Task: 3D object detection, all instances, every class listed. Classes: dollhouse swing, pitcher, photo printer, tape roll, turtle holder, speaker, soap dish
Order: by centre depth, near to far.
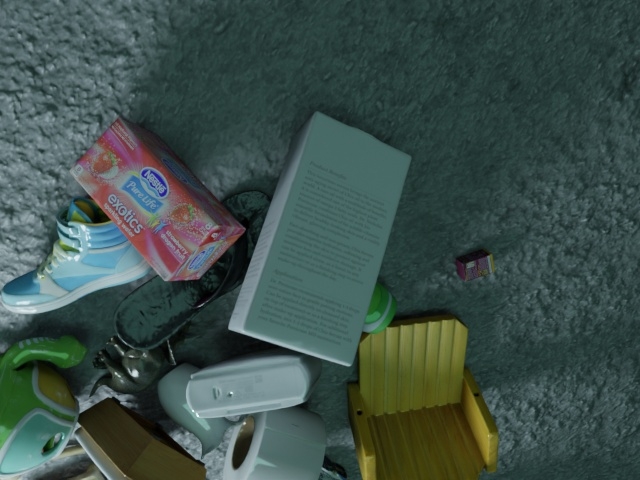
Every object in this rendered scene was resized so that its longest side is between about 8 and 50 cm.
[{"bbox_3d":[-0.670,0.364,1.121,0.227,0.243,0.320,29,62,-33],"label":"turtle holder"},{"bbox_3d":[-0.130,0.311,1.142,0.256,0.307,0.107,-10,82,6],"label":"photo printer"},{"bbox_3d":[-0.412,0.488,1.153,0.118,0.291,0.229,-55,131,-22],"label":"soap dish"},{"bbox_3d":[0.037,0.109,1.190,0.297,0.131,0.131,33,101,-19],"label":"speaker"},{"bbox_3d":[-0.288,0.399,1.230,0.125,0.178,0.207,-43,81,25],"label":"pitcher"},{"bbox_3d":[-0.118,0.527,1.248,0.169,0.246,0.246,25,103,-17],"label":"tape roll"},{"bbox_3d":[0.263,0.411,1.264,0.347,0.315,0.304,-5,130,-8],"label":"dollhouse swing"}]

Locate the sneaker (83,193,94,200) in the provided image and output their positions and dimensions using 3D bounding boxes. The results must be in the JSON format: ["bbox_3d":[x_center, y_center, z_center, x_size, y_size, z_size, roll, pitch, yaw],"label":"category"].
[{"bbox_3d":[-0.456,-0.062,1.089,0.119,0.047,0.057,16,123,-12],"label":"sneaker"}]

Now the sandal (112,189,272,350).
[{"bbox_3d":[-0.255,0.071,1.093,0.446,0.107,0.167,-46,102,-8],"label":"sandal"}]

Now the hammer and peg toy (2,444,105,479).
[{"bbox_3d":[-0.652,0.679,1.268,0.266,0.127,0.361,-19,112,-3],"label":"hammer and peg toy"}]

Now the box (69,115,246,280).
[{"bbox_3d":[-0.314,-0.077,0.983,0.154,0.142,0.300,-44,80,7],"label":"box"}]

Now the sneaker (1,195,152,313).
[{"bbox_3d":[-0.529,0.018,1.031,0.319,0.127,0.208,-21,133,-12],"label":"sneaker"}]

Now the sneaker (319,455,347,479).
[{"bbox_3d":[0.013,0.659,1.423,0.135,0.052,0.058,41,102,-20],"label":"sneaker"}]

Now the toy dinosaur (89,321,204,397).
[{"bbox_3d":[-0.440,0.294,1.175,0.160,0.121,0.313,42,94,-7],"label":"toy dinosaur"}]

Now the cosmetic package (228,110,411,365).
[{"bbox_3d":[0.000,0.000,1.026,0.230,0.161,0.453,22,76,-16],"label":"cosmetic package"}]

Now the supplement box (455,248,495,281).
[{"bbox_3d":[0.397,0.063,1.282,0.083,0.043,0.054,-17,112,-5],"label":"supplement box"}]
